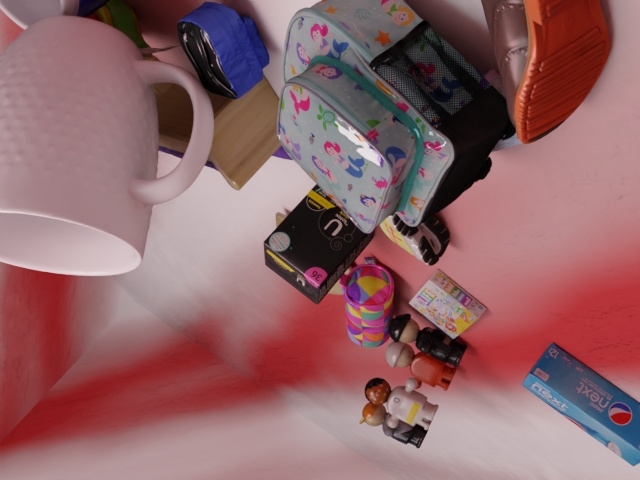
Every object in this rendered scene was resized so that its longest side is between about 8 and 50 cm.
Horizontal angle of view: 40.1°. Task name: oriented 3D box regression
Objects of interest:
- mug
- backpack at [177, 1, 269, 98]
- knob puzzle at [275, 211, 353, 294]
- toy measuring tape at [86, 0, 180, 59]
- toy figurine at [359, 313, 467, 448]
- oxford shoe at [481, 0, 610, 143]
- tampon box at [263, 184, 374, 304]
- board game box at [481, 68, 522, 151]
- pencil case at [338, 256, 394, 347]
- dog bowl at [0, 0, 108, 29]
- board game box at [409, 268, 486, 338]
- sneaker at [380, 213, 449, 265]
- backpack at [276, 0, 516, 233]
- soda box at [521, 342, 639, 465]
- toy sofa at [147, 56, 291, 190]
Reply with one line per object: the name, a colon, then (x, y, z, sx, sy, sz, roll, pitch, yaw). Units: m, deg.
mug: (-0.327, -0.146, 1.268, 0.374, 0.328, 0.276, -2, 160, 20)
backpack: (-0.137, -0.273, 1.219, 0.098, 0.101, 0.120, 17, 146, 47)
knob puzzle: (0.000, 0.035, 1.734, 0.213, 0.030, 0.213, 30, 148, 21)
toy measuring tape: (-0.312, -0.349, 1.423, 0.330, 0.121, 0.121, -2, 136, 40)
toy figurine: (0.165, 0.265, 1.656, 0.148, 0.209, 0.213, 25, 157, 12)
oxford shoe: (0.196, -0.197, 0.791, 0.098, 0.097, 0.271, 53, 166, 33)
tampon box: (0.000, 0.000, 1.465, 0.120, 0.161, 0.101, 36, 161, 13)
board game box: (0.193, -0.144, 0.988, 0.090, 0.020, 0.090, 46, 161, -13)
pencil case: (0.090, 0.123, 1.661, 0.104, 0.104, 0.236, 34, 160, 20)
dog bowl: (-0.432, -0.447, 1.311, 0.265, 0.104, 0.265, 32, 146, 26)
board game box: (0.215, 0.112, 1.503, 0.103, 0.026, 0.154, 39, 161, 7)
sneaker: (0.112, -0.043, 1.278, 0.094, 0.081, 0.208, 28, 158, 40)
backpack: (0.059, -0.150, 0.972, 0.253, 0.191, 0.225, 53, 160, 15)
soda box: (0.421, 0.254, 1.356, 0.210, 0.067, 0.071, 37, 161, 15)
toy sofa: (-0.204, -0.185, 1.471, 0.362, 0.150, 0.177, 20, 151, 47)
